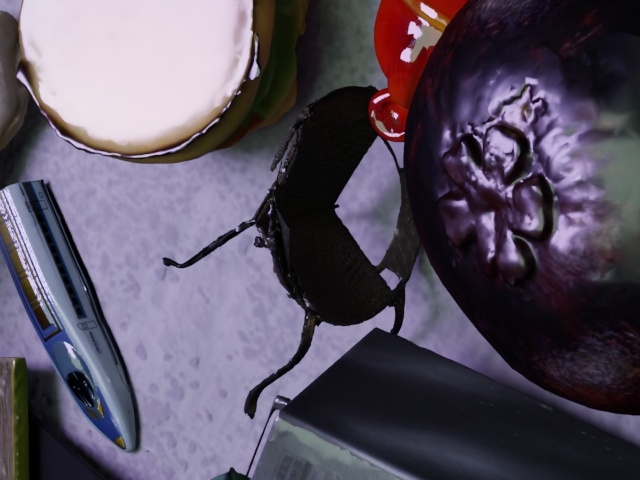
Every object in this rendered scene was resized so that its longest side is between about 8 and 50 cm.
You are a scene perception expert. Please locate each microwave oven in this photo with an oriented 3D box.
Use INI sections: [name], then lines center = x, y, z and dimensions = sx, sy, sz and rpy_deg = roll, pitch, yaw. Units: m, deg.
[microwave oven]
center = 0.057, 0.330, 1.168
dimensions = 0.374, 0.236, 0.432
rpy_deg = 25, 106, 10

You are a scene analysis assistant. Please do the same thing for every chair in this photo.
[chair]
center = 0.000, 0.000, 1.276
dimensions = 0.149, 0.174, 0.213
rpy_deg = 53, 129, 22

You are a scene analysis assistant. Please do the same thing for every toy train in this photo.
[toy train]
center = -0.222, 0.070, 1.485
dimensions = 0.055, 0.048, 0.252
rpy_deg = -32, 77, 32

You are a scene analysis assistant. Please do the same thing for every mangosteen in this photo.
[mangosteen]
center = 0.203, -0.045, 1.029
dimensions = 0.297, 0.293, 0.297
rpy_deg = 163, 90, -72

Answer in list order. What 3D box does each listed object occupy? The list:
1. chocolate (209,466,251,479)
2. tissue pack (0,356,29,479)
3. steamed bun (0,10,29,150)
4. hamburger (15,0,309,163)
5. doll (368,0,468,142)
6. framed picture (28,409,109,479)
[chocolate]
center = -0.163, 0.299, 1.368
dimensions = 0.291, 0.110, 0.110
rpy_deg = -33, 75, 6
[tissue pack]
center = -0.366, 0.240, 1.490
dimensions = 0.200, 0.167, 0.275
rpy_deg = -6, 84, 44
[steamed bun]
center = -0.430, -0.012, 1.510
dimensions = 0.428, 0.189, 0.247
rpy_deg = -35, 67, 31
[hamburger]
center = -0.116, -0.168, 1.343
dimensions = 0.237, 0.149, 0.237
rpy_deg = 1, 94, 24
[doll]
center = 0.134, -0.220, 1.171
dimensions = 0.182, 0.160, 0.363
rpy_deg = 37, 112, 18
[framed picture]
center = -0.278, 0.326, 1.526
dimensions = 0.255, 0.014, 0.339
rpy_deg = 31, 109, 42
